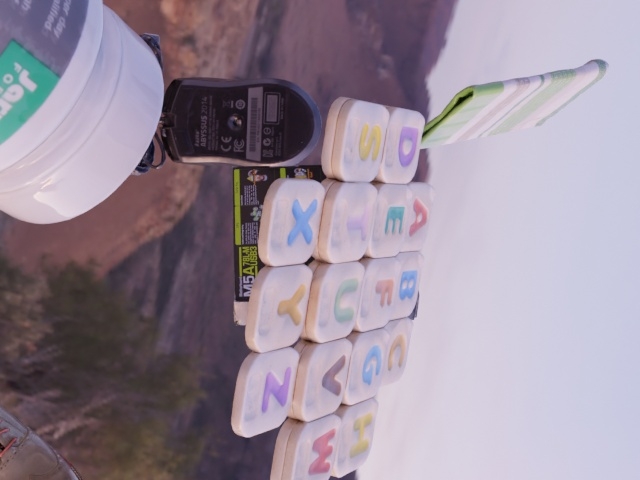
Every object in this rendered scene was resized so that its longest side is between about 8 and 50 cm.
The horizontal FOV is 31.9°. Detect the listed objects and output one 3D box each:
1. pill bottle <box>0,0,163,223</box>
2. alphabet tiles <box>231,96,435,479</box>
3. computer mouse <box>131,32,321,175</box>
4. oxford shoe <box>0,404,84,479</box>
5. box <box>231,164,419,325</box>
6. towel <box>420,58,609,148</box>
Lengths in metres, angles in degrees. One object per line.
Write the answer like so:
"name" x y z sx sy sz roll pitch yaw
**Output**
"pill bottle" -0.273 -0.162 0.730 0.361 0.204 0.204 40 60 -52
"alphabet tiles" 0.023 0.041 0.822 0.278 0.021 0.284 -2 102 -64
"computer mouse" -0.131 -0.166 1.484 0.072 0.272 0.188 -40 138 -83
"oxford shoe" -0.439 0.277 1.481 0.123 0.348 0.130 -47 143 -28
"box" 0.000 0.000 1.156 0.045 0.184 0.191 90 -4 -48
"towel" 0.163 -0.121 0.976 0.113 0.152 0.023 -42 -115 57
